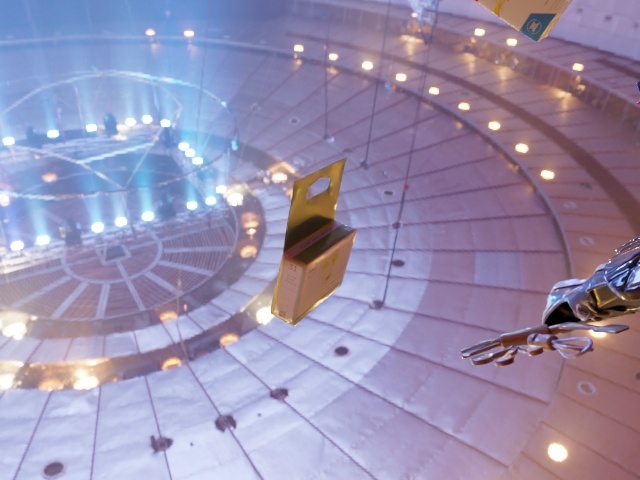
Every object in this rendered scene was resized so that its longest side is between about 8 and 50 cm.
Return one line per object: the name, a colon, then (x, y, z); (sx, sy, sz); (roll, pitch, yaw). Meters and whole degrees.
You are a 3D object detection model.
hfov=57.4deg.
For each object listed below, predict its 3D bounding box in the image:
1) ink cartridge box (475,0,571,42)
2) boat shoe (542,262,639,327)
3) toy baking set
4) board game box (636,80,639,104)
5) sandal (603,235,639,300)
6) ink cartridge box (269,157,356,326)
ink cartridge box: (0.421, -0.552, 1.258); (0.231, 0.134, 0.078); (40, -137, 13)
boat shoe: (0.523, 0.123, 1.101); (0.116, 0.319, 0.099); (37, -105, 1)
toy baking set: (0.355, 0.172, 0.952); (0.256, 0.030, 0.197); (-16, 179, 14)
board game box: (0.779, -0.296, 1.375); (0.133, 0.033, 0.168); (17, -123, -31)
sandal: (0.512, 0.039, 0.884); (0.303, 0.120, 0.086); (-17, -102, -58)
ink cartridge box: (0.000, 0.000, 0.941); (0.056, 0.235, 0.171); (26, -149, 20)
